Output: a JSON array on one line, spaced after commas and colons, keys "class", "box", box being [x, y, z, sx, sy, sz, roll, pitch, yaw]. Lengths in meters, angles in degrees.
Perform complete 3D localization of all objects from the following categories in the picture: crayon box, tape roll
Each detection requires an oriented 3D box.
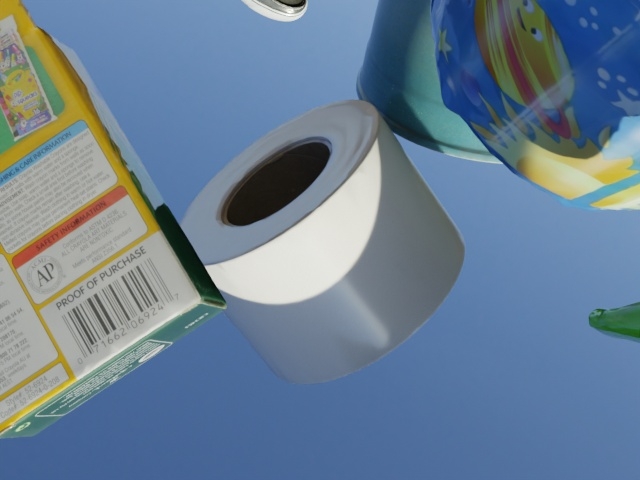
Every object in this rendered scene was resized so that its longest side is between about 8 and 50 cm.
[{"class": "crayon box", "box": [-0.248, -0.027, 1.083, 0.323, 0.203, 0.083, 58, -173, 12]}, {"class": "tape roll", "box": [0.000, 0.000, 1.305, 0.169, 0.246, 0.246, 52, -164, -25]}]

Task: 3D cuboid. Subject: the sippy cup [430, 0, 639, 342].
[{"class": "sippy cup", "box": [0.157, -0.120, 0.529, 0.240, 0.224, 0.305, 47, -116, 1]}]

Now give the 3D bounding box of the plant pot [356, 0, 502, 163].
[{"class": "plant pot", "box": [0.187, -0.256, 1.351, 0.271, 0.255, 0.272, 5, -146, -4]}]

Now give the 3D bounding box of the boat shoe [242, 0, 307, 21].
[{"class": "boat shoe", "box": [-0.064, -0.244, 1.136, 0.142, 0.040, 0.049, 37, -114, -19]}]
